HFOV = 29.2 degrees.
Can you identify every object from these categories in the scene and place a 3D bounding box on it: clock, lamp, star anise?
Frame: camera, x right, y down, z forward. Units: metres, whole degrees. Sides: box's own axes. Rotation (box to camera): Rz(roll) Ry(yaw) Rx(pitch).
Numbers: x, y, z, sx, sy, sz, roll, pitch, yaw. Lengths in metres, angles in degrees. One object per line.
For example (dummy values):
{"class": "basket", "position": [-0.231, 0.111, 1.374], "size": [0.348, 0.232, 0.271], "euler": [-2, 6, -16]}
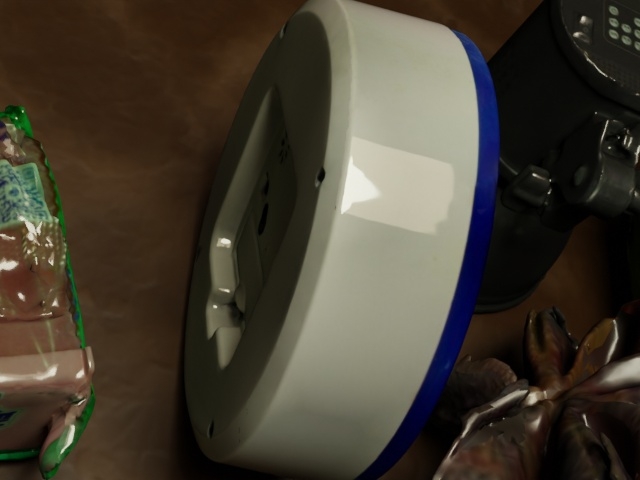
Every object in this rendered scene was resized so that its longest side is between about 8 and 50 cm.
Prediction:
{"class": "clock", "position": [0.000, 0.000, 0.597], "size": [0.083, 0.230, 0.230], "euler": [13, 57, -15]}
{"class": "lamp", "position": [0.132, -0.065, 0.702], "size": [0.147, 0.227, 0.172], "euler": [22, 55, -15]}
{"class": "star anise", "position": [0.129, 0.106, 0.615], "size": [0.283, 0.212, 0.129], "euler": [-99, 163, -67]}

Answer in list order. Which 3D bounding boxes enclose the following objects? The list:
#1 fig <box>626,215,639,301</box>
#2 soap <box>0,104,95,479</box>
{"class": "fig", "position": [0.279, 0.035, 0.737], "size": [0.233, 0.233, 0.314], "euler": [36, 69, -4]}
{"class": "soap", "position": [-0.248, 0.014, 0.543], "size": [0.273, 0.098, 0.218], "euler": [-1, 63, -28]}
